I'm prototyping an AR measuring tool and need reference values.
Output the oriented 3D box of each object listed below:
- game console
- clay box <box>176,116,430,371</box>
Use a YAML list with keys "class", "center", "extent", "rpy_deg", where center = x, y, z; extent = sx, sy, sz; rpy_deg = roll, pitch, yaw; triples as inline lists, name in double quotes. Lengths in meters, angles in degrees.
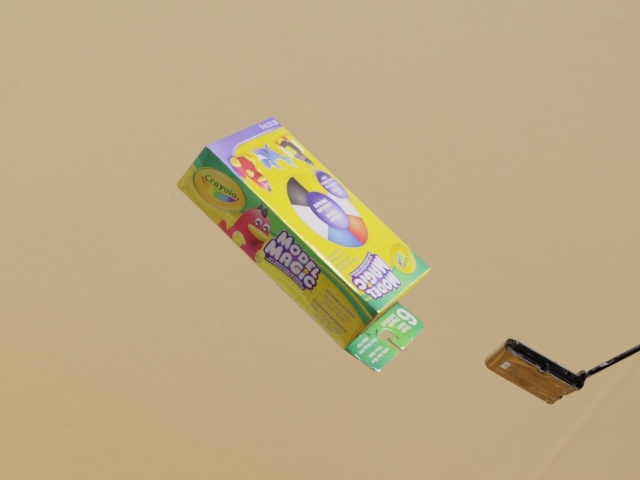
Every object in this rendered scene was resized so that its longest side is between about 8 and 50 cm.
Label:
- class: "game console"
  center: [0.211, 0.098, 1.185]
  extent: [0.107, 0.122, 0.071]
  rpy_deg: [30, -103, 5]
- class: "clay box"
  center: [0.000, 0.000, 1.125]
  extent: [0.222, 0.127, 0.053]
  rpy_deg: [43, -62, 7]
